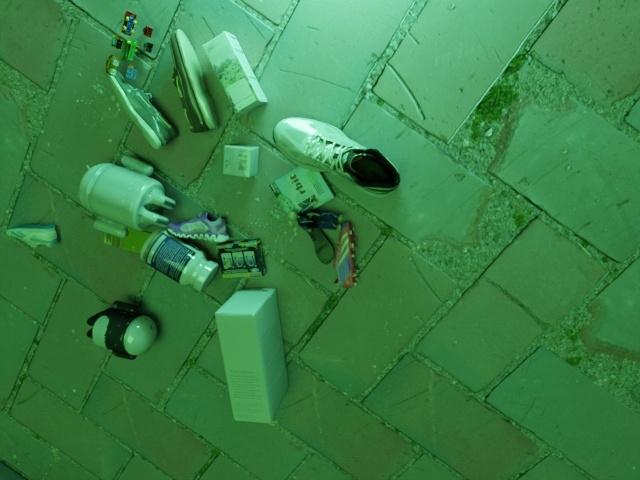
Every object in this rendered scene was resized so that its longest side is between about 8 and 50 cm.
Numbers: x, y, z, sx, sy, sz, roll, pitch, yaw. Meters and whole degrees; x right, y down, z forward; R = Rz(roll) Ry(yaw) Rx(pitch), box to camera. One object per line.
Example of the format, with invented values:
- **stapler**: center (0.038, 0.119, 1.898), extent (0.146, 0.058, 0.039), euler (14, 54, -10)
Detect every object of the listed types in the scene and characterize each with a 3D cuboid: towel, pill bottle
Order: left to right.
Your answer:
- **towel**: center (-0.768, -0.003, 1.689), extent (0.237, 0.021, 0.102), euler (14, 110, 8)
- **pill bottle**: center (-0.532, 0.077, 1.590), extent (0.264, 0.153, 0.153), euler (31, 111, 2)

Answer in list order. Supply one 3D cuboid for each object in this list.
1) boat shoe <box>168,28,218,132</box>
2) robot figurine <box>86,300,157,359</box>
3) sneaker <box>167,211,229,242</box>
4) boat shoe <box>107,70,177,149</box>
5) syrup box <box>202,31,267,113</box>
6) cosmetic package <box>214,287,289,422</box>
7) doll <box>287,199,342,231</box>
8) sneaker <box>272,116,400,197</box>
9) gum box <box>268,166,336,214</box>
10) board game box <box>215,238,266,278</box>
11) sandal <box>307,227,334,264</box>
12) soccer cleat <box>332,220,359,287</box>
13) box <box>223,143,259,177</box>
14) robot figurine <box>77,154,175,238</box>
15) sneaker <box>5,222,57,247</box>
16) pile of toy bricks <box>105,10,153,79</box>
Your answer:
- **boat shoe**: center (-0.445, -0.528, 1.404), extent (0.096, 0.117, 0.325), euler (-13, 110, 13)
- **robot figurine**: center (-0.826, 0.377, 1.745), extent (0.278, 0.174, 0.209), euler (11, 144, 9)
- **sneaker**: center (-0.456, -0.058, 1.570), extent (0.236, 0.095, 0.105), euler (6, 102, 6)
- **boat shoe**: center (-0.637, -0.477, 1.489), extent (0.099, 0.116, 0.319), euler (-36, 90, -23)
- **syrup box**: center (-0.278, -0.545, 1.368), extent (0.093, 0.096, 0.237), euler (-24, 100, 17)
- **cosmetic package**: center (-0.251, 0.433, 1.599), extent (0.161, 0.230, 0.454), euler (-1, 106, 14)
- **doll**: center (-0.021, -0.080, 1.449), extent (0.188, 0.046, 0.129), euler (6, 125, -1)
- **sneaker**: center (0.052, -0.278, 1.274), extent (0.447, 0.257, 0.169), euler (25, 93, 1)
- **gum box**: center (-0.064, -0.177, 1.464), extent (0.184, 0.041, 0.157), euler (-28, 100, 20)
- **board game box**: center (-0.302, 0.070, 1.593), extent (0.170, 0.048, 0.141), euler (-4, 108, 13)
- **sandal**: center (0.000, 0.000, 1.512), extent (0.067, 0.040, 0.179), euler (-27, 85, 13)
- **soccer cleat**: center (0.082, 0.054, 1.486), extent (0.095, 0.083, 0.248), euler (0, 110, 18)
- **box**: center (-0.277, -0.280, 1.455), extent (0.101, 0.087, 0.101), euler (10, 109, 10)
- **robot figurine**: center (-0.722, -0.162, 1.533), extent (0.353, 0.200, 0.300), euler (20, 83, 6)
- **sneaker**: center (-1.218, -0.019, 1.752), extent (0.228, 0.087, 0.092), euler (4, 110, 14)
- **pile of toy bricks**: center (-0.656, -0.659, 1.422), extent (0.105, 0.118, 0.212), euler (39, 111, 40)
